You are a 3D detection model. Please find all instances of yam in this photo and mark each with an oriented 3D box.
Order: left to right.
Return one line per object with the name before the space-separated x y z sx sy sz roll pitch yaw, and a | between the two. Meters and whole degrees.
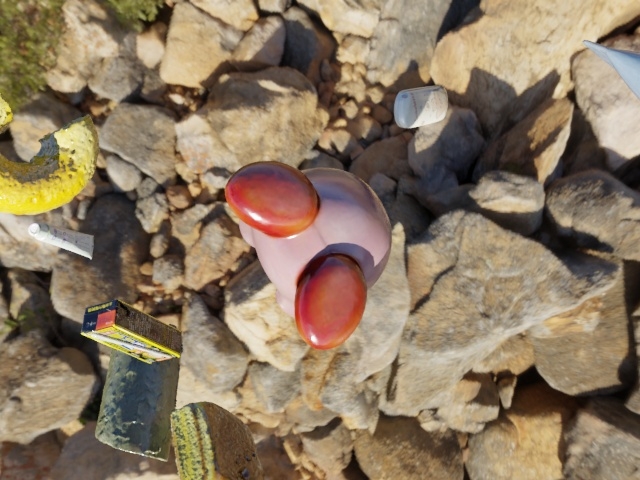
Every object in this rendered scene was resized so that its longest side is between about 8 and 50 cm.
yam | -0.403 0.342 1.380 0.167 0.168 0.305 -10 56 15

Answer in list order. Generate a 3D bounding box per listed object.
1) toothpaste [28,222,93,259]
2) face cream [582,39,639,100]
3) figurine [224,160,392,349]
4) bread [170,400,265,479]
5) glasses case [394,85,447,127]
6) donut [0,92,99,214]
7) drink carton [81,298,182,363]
toothpaste | -0.499 -0.002 1.207 0.033 0.218 0.052 -1 80 7
face cream | 0.298 -0.023 0.329 0.086 0.135 0.385 -56 32 19
figurine | 0.005 -0.003 0.920 0.211 0.261 0.270 -28 90 -8
bread | -0.210 0.458 1.308 0.110 0.234 0.184 -24 56 8
glasses case | 0.221 -0.292 1.337 0.051 0.204 0.081 12 114 35
donut | -0.341 -0.099 0.710 0.078 0.181 0.146 4 80 43
drink carton | -0.308 0.155 1.017 0.071 0.165 0.056 -18 57 21
